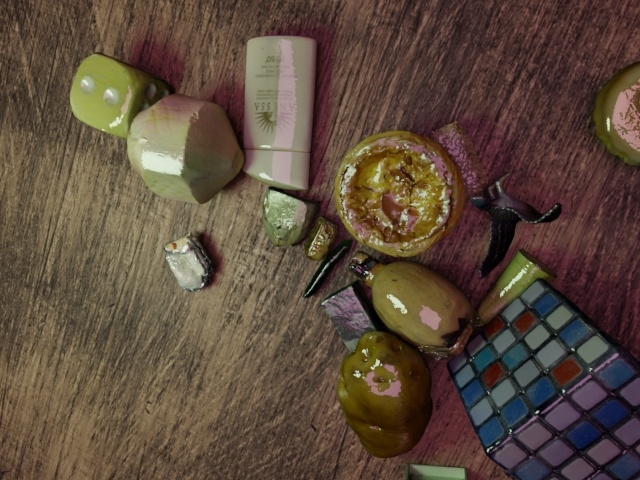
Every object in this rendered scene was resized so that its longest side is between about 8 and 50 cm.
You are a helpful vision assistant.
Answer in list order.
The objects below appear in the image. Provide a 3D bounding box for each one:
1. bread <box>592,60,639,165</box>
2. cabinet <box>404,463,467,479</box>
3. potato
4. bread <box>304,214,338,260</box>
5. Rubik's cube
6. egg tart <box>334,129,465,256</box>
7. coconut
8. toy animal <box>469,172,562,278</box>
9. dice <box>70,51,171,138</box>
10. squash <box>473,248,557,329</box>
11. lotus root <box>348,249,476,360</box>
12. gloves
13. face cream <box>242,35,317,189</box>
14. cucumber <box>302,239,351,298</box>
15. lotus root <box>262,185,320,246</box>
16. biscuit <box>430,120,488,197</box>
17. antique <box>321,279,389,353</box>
[{"bbox_3d":[0.648,-0.245,0.935,0.214,0.105,0.213,2,100,13],"label":"bread"},{"bbox_3d":[0.275,0.660,1.109,0.145,0.150,0.206,-3,95,15],"label":"cabinet"},{"bbox_3d":[0.144,0.366,1.066,0.196,0.176,0.369,-16,126,-12],"label":"potato"},{"bbox_3d":[0.000,0.000,1.153,0.066,0.060,0.110,33,103,24],"label":"bread"},{"bbox_3d":[0.467,0.300,0.913,0.292,0.287,0.293,37,105,-12],"label":"Rubik's cube"},{"bbox_3d":[0.174,-0.104,1.064,0.290,0.115,0.290,5,105,21],"label":"egg tart"},{"bbox_3d":[-0.304,-0.210,1.117,0.259,0.259,0.259,2,97,14],"label":"coconut"},{"bbox_3d":[0.418,-0.066,0.994,0.197,0.272,0.160,-33,81,-24],"label":"toy animal"},{"bbox_3d":[-0.491,-0.353,1.183,0.169,0.166,0.169,26,102,10],"label":"dice"},{"bbox_3d":[0.404,0.124,1.055,0.094,0.094,0.224,42,110,7],"label":"squash"},{"bbox_3d":[0.195,0.128,1.056,0.310,0.183,0.182,35,104,25],"label":"lotus root"},{"bbox_3d":[-0.336,0.058,1.241,0.114,0.070,0.153,-21,97,8],"label":"gloves"},{"bbox_3d":[-0.101,-0.298,1.133,0.174,0.081,0.348,6,97,14],"label":"face cream"},{"bbox_3d":[0.014,0.069,1.171,0.036,0.033,0.184,45,106,32],"label":"cucumber"},{"bbox_3d":[-0.083,-0.052,1.162,0.143,0.070,0.144,11,99,13],"label":"lotus root"},{"bbox_3d":[0.308,-0.179,1.050,0.082,0.070,0.168,-21,94,23],"label":"biscuit"},{"bbox_3d":[0.091,0.199,1.137,0.088,0.086,0.183,-30,88,16],"label":"antique"}]
